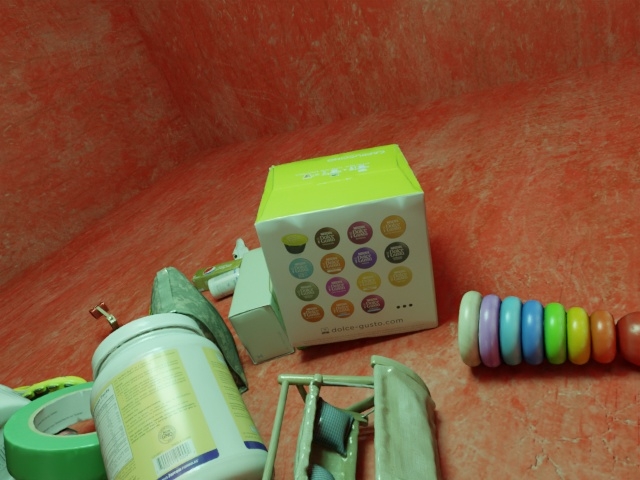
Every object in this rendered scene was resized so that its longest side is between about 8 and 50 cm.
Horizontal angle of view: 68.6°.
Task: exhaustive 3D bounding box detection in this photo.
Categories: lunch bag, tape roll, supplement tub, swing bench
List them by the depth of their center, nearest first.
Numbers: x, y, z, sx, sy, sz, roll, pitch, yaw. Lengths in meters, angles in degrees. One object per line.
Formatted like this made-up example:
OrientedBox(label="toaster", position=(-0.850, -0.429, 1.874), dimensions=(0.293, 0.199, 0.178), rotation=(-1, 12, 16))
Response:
OrientedBox(label="swing bench", position=(0.057, 0.330, 0.734), dimensions=(0.255, 0.165, 0.253), rotation=(-16, 26, 13))
OrientedBox(label="supplement tub", position=(-0.248, 0.314, 0.803), dimensions=(0.241, 0.241, 0.331), rotation=(-29, 53, -12))
OrientedBox(label="tape roll", position=(-0.475, 0.388, 0.990), dimensions=(0.321, 0.077, 0.321), rotation=(0, 7, 0))
OrientedBox(label="lunch bag", position=(-0.311, 0.221, 1.097), dimensions=(0.169, 0.287, 0.235), rotation=(-27, 27, -9))
OrientedBox(label="supplement tub", position=(-0.292, 0.136, 1.486), dimensions=(0.107, 0.071, 0.071), rotation=(-21, 26, 3))

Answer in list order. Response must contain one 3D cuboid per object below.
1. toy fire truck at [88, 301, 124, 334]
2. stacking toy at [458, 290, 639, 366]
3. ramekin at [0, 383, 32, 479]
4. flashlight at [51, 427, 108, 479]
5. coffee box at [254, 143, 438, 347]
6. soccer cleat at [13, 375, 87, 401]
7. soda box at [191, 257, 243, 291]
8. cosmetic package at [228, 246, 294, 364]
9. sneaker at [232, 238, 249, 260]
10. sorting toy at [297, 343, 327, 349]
OrientedBox(label="toy fire truck", position=(-0.626, 0.265, 1.435), dimensions=(0.192, 0.135, 0.047), rotation=(8, 39, 47))
OrientedBox(label="stacking toy", position=(0.420, 0.166, 0.820), dimensions=(0.330, 0.141, 0.141), rotation=(0, 34, 26))
OrientedBox(label="ramekin", position=(-0.726, 0.459, 1.009), dimensions=(0.135, 0.277, 0.277), rotation=(2, 35, 28))
OrientedBox(label="flashlight", position=(-0.486, 0.471, 0.988), dimensions=(0.304, 0.103, 0.103), rotation=(-2, -6, 32))
OrientedBox(label="coffee box", position=(0.063, -0.002, 1.111), dimensions=(0.338, 0.334, 0.338), rotation=(-10, 28, 5))
OrientedBox(label="soccer cleat", position=(-0.778, 0.425, 1.310), dimensions=(0.289, 0.093, 0.121), rotation=(-19, 20, 6))
OrientedBox(label="soda box", position=(-0.333, 0.116, 1.569), dimensions=(0.181, 0.058, 0.061), rotation=(-15, 27, 16))
OrientedBox(label="cosmetic package", position=(-0.143, 0.153, 1.236), dimensions=(0.113, 0.160, 0.309), rotation=(-19, 27, 7))
OrientedBox(label="sneaker", position=(-0.292, 0.038, 1.691), dimensions=(0.061, 0.053, 0.152), rotation=(-30, 27, -8))
OrientedBox(label="sorting toy", position=(-0.019, 0.225, 1.132), dimensions=(0.102, 0.042, 0.061), rotation=(-13, 28, 20))
